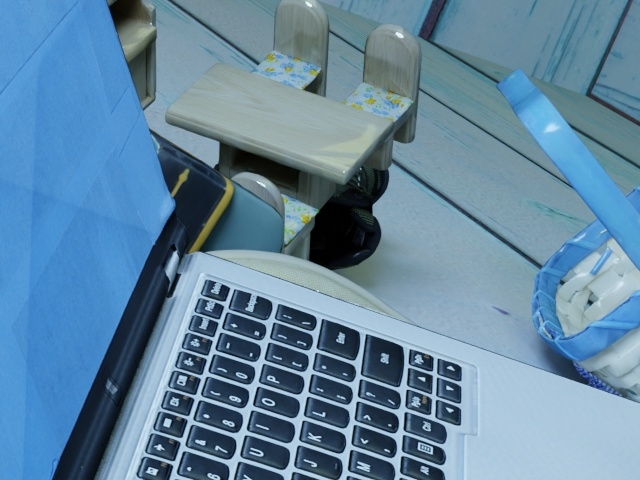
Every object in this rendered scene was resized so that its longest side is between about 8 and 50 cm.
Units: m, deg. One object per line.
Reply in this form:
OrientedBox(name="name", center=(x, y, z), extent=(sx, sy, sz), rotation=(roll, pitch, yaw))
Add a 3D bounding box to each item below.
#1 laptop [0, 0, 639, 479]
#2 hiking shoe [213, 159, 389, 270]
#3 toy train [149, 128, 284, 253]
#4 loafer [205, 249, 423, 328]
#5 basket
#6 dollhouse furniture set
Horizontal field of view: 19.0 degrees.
OrientedBox(name="laptop", center=(0.000, 0.000, 0.732), extent=(0.408, 0.236, 0.382), rotation=(19, 22, -3))
OrientedBox(name="hiking shoe", center=(0.002, -0.016, 1.439), extent=(0.114, 0.086, 0.227), rotation=(35, 26, 22))
OrientedBox(name="toy train", center=(-0.159, -0.044, 1.094), extent=(0.190, 0.142, 0.334), rotation=(33, -1, -32))
OrientedBox(name="loafer", center=(0.027, 0.081, 0.989), extent=(0.268, 0.102, 0.092), rotation=(20, 7, -20))
OrientedBox(name="basket", center=(0.235, -0.001, 1.412), extent=(0.289, 0.201, 0.255), rotation=(54, 9, -7))
OrientedBox(name="dollhouse furniture set", center=(-0.072, -0.115, 1.302), extent=(0.242, 0.161, 0.212), rotation=(20, 42, 20))
